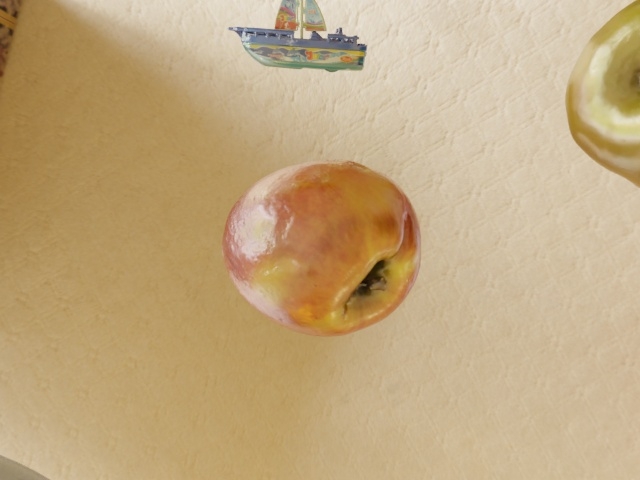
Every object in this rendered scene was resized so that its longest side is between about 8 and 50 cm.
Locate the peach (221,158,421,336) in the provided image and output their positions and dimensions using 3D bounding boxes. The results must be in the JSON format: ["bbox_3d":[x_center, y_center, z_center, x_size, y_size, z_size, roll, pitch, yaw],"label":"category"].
[{"bbox_3d":[0.000,0.000,0.845,0.281,0.281,0.238,-37,136,3],"label":"peach"}]

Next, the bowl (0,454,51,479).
[{"bbox_3d":[-0.254,0.270,0.276,0.345,0.345,0.157,30,109,-3],"label":"bowl"}]

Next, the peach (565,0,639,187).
[{"bbox_3d":[0.415,-0.180,0.695,0.153,0.251,0.251,13,96,-41],"label":"peach"}]

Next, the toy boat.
[{"bbox_3d":[-0.027,-0.269,0.742,0.175,0.091,0.110,1,105,-7],"label":"toy boat"}]
